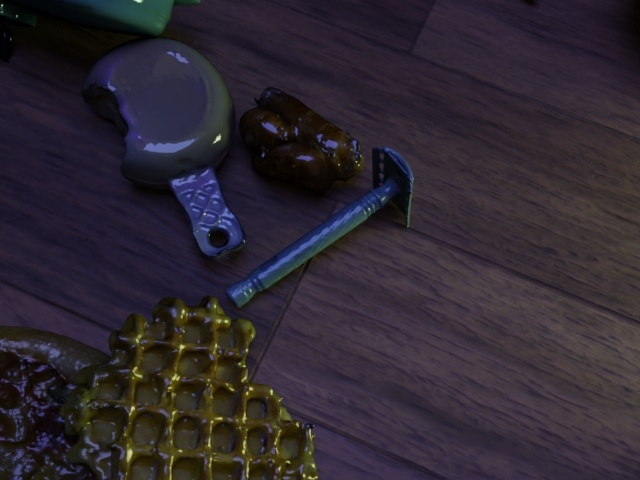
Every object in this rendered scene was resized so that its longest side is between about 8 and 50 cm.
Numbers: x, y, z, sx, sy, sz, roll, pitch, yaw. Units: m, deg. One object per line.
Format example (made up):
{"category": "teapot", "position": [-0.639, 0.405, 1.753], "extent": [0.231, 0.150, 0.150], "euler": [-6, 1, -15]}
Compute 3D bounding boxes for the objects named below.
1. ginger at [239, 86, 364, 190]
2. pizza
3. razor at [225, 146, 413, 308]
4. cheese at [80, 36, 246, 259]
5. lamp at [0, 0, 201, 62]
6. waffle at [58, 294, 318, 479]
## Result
{"category": "ginger", "position": [-0.035, -0.108, 0.880], "extent": [0.162, 0.073, 0.103], "euler": [38, 52, 21]}
{"category": "pizza", "position": [-0.268, 0.181, 0.712], "extent": [0.292, 0.058, 0.197], "euler": [30, 63, 10]}
{"category": "razor", "position": [0.000, 0.000, 0.829], "extent": [0.232, 0.106, 0.068], "euler": [-36, 70, -9]}
{"category": "cheese", "position": [-0.162, -0.104, 0.859], "extent": [0.163, 0.082, 0.286], "euler": [-19, 67, -13]}
{"category": "lamp", "position": [-0.300, -0.303, 0.890], "extent": [0.284, 0.209, 0.147], "euler": [-6, 88, 19]}
{"category": "waffle", "position": [-0.104, 0.174, 0.702], "extent": [0.253, 0.056, 0.249], "euler": [36, 45, 2]}
